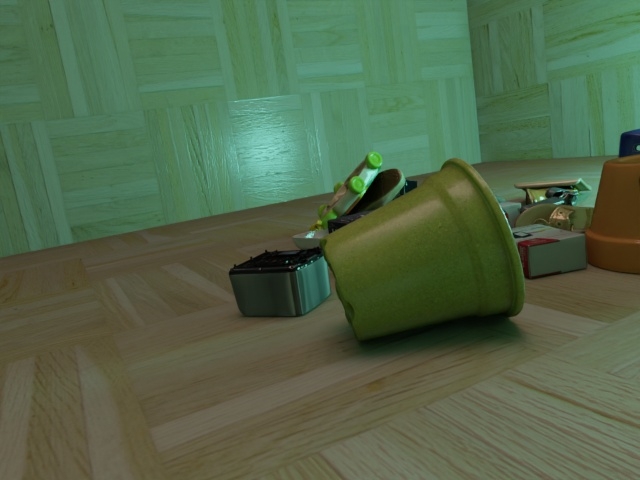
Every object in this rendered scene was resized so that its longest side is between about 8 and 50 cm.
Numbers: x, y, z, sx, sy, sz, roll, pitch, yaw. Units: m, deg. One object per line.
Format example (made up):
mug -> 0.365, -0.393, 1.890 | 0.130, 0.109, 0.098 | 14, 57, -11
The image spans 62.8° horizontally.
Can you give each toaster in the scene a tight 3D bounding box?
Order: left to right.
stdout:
toaster -> -0.072, 0.082, 1.112 | 0.185, 0.110, 0.168 | -4, 12, 25

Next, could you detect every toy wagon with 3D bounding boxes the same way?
toy wagon -> 0.079, -0.145, 1.740 | 0.344, 0.068, 0.267 | -56, 9, -28

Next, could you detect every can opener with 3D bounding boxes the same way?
can opener -> 0.669, -0.100, 1.559 | 0.283, 0.076, 0.095 | -15, 32, -32

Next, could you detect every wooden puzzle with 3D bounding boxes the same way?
wooden puzzle -> 0.853, -0.189, 1.919 | 0.220, 0.044, 0.238 | -1, -2, 37

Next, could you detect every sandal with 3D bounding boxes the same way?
sandal -> 0.625, -0.051, 1.328 | 0.239, 0.088, 0.079 | -4, 4, 0

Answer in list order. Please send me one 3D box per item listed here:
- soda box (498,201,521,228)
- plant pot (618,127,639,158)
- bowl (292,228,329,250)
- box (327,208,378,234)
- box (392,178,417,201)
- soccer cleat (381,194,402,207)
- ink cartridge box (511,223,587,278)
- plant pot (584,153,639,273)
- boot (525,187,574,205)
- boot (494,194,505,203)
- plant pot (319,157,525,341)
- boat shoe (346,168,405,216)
soda box -> 0.476, -0.059, 1.531 | 0.216, 0.074, 0.069 | -11, 11, -12
plant pot -> 0.975, -0.188, 1.418 | 0.235, 0.236, 0.212 | -12, 18, -22
bowl -> 0.000, 0.000, 1.664 | 0.142, 0.053, 0.142 | -18, 13, -42
box -> 0.166, -0.005, 1.302 | 0.247, 0.142, 0.163 | -15, 11, -28
box -> 0.255, -0.132, 1.851 | 0.158, 0.156, 0.093 | 0, 3, 40
soccer cleat -> 0.244, -0.044, 1.612 | 0.143, 0.116, 0.331 | 33, -9, -4
ink cartridge box -> 0.458, 0.019, 1.122 | 0.127, 0.073, 0.175 | -10, 11, -7
plant pot -> 0.681, -0.067, 1.046 | 0.290, 0.204, 0.291 | -9, 10, 2
boot -> 0.778, -0.145, 1.773 | 0.152, 0.073, 0.197 | 0, 16, 23
boot -> 0.531, -0.128, 1.864 | 0.189, 0.076, 0.208 | 17, 31, 36
plant pot -> 0.144, 0.037, 0.856 | 0.253, 0.276, 0.276 | -20, 11, -1
boat shoe -> 0.189, -0.131, 1.786 | 0.098, 0.109, 0.302 | 22, -47, -31
